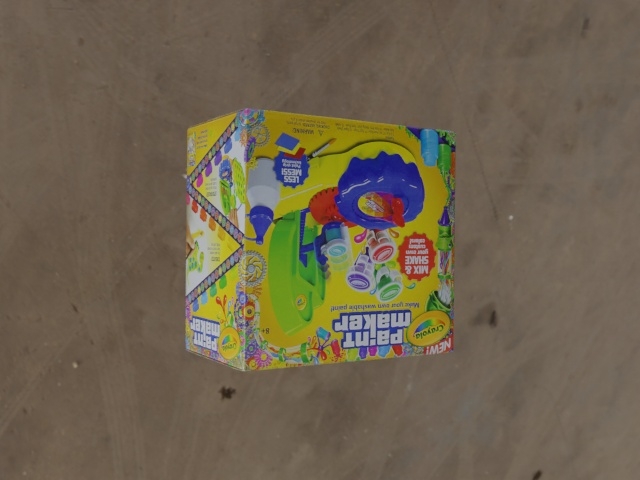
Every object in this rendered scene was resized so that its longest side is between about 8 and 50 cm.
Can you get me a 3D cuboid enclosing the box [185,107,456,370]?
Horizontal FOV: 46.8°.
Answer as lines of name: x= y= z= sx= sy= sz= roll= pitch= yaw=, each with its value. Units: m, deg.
box: x=0.000 y=0.000 z=0.911 sx=0.290 sy=0.177 sz=0.279 roll=0 pitch=91 yaw=-31
